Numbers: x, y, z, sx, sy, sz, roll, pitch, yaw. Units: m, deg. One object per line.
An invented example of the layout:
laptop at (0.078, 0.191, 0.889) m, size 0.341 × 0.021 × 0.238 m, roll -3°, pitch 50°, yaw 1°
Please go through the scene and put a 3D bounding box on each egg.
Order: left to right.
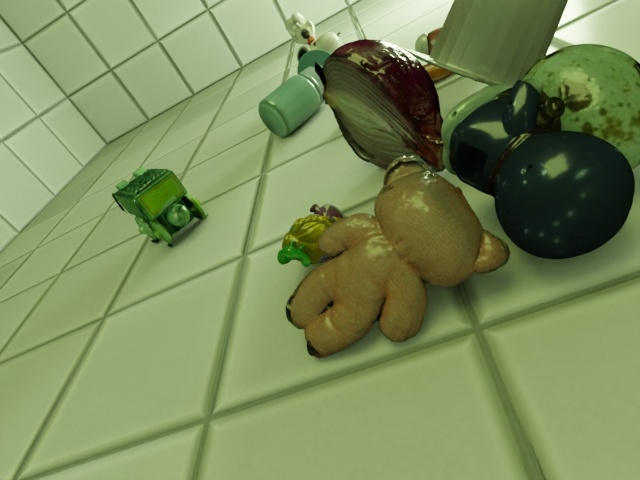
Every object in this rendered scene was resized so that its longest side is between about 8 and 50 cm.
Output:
egg at (0.373, -0.179, 0.638) m, size 0.169 × 0.169 × 0.231 m, roll -23°, pitch 41°, yaw 15°

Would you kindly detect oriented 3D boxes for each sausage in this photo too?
sausage at (0.208, -0.422, 1.250) m, size 0.348 × 0.053 × 0.053 m, roll -17°, pitch 33°, yaw 24°

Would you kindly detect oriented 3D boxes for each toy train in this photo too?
toy train at (-0.448, -0.100, 1.251) m, size 0.159 × 0.188 × 0.272 m, roll -45°, pitch 31°, yaw -23°

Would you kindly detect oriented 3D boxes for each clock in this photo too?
clock at (0.358, -0.534, 1.229) m, size 0.166 × 0.092 × 0.162 m, roll -19°, pitch 20°, yaw -27°
clock at (0.268, -0.082, 0.575) m, size 0.147 × 0.199 × 0.243 m, roll -23°, pitch 47°, yaw -11°

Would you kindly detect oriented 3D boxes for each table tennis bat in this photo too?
table tennis bat at (0.030, -0.610, 1.625) m, size 0.237 × 0.149 × 0.038 m, roll 3°, pitch 19°, yaw 17°

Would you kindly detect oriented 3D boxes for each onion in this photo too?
onion at (0.166, -0.256, 0.881) m, size 0.159 × 0.267 × 0.349 m, roll -41°, pitch 56°, yaw -11°

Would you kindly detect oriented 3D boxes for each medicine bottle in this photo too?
medicine bottle at (-0.082, -0.454, 1.476) m, size 0.225 × 0.139 × 0.139 m, roll -45°, pitch 33°, yaw -20°

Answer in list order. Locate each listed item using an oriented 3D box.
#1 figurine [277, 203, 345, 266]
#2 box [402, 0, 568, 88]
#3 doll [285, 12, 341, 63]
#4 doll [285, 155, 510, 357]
figurine at (0.000, 0.000, 0.801) m, size 0.115 × 0.094 × 0.156 m, roll 14°, pitch 32°, yaw 26°
box at (0.319, -0.413, 0.851) m, size 0.291 × 0.206 × 0.262 m, roll 36°, pitch 31°, yaw 30°
doll at (-0.043, -0.734, 1.740) m, size 0.271 × 0.144 × 0.208 m, roll 36°, pitch 101°, yaw 24°
doll at (0.090, 0.041, 0.642) m, size 0.303 × 0.156 × 0.201 m, roll -43°, pitch 69°, yaw 18°
